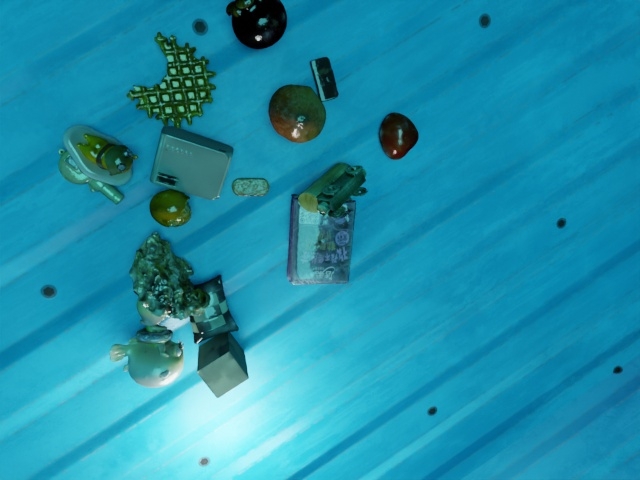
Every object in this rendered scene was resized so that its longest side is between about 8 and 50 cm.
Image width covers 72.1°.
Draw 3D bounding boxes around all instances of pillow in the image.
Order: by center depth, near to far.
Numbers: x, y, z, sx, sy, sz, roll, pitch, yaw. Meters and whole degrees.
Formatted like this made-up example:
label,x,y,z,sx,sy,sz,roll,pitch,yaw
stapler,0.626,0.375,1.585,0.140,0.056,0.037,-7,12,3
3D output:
label,x,y,z,sx,sy,sz,roll,pitch,yaw
pillow,-0.448,0.274,1.752,0.186,0.106,0.249,-16,103,-9

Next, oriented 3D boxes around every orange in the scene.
label,x,y,z,sx,sy,sz,roll,pitch,yaw
orange,-0.542,-0.119,1.604,0.157,0.156,0.134,24,68,-18

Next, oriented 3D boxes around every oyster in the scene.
label,x,y,z,sx,sy,sz,roll,pitch,yaw
oyster,-0.564,0.134,1.623,0.238,0.115,0.351,-15,79,-39

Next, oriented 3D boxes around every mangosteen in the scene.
label,x,y,z,sx,sy,sz,roll,pitch,yaw
mangosteen,-0.220,-0.766,1.481,0.194,0.194,0.230,-37,138,-2

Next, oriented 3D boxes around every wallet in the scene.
label,x,y,z,sx,sy,sz,roll,pitch,yaw
wallet,0.016,-0.614,1.678,0.082,0.018,0.156,-17,107,-9

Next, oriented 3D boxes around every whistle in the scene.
label,x,y,z,sx,sy,sz,roll,pitch,yaw
whistle,-0.811,-0.226,1.551,0.126,0.067,0.258,-46,113,-3

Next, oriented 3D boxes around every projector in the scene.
label,x,y,z,sx,sy,sz,roll,pitch,yaw
projector,-0.462,-0.275,1.582,0.251,0.108,0.198,15,119,-18

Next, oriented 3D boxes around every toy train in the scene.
label,x,y,z,sx,sy,sz,roll,pitch,yaw
toy train,0.054,-0.186,1.667,0.307,0.190,0.126,-46,126,-39

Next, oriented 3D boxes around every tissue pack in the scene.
label,x,y,z,sx,sy,sz,roll,pitch,yaw
tissue pack,0.000,0.000,1.787,0.259,0.122,0.361,0,106,-12

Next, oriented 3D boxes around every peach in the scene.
label,x,y,z,sx,sy,sz,roll,pitch,yaw
peach,-0.078,-0.456,1.588,0.233,0.232,0.232,-3,105,-13

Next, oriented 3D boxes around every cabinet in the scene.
label,x,y,z,sx,sy,sz,roll,pitch,yaw
cabinet,-0.393,0.489,1.768,0.145,0.206,0.150,-32,110,-4

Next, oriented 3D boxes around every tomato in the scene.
label,x,y,z,sx,sy,sz,roll,pitch,yaw
tomato,0.316,-0.421,1.769,0.166,0.082,0.174,-45,112,2

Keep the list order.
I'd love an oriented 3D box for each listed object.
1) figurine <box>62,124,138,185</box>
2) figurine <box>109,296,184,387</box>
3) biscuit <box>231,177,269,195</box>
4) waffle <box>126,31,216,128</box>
label,x,y,z,sx,sy,sz,roll,pitch,yaw
figurine,-0.732,-0.292,1.480,0.250,0.141,0.166,36,71,-32
figurine,-0.657,0.364,1.673,0.275,0.227,0.394,-2,96,-41
biscuit,-0.271,-0.208,1.714,0.147,0.018,0.071,-1,102,-12
waffle,-0.506,-0.544,1.544,0.260,0.069,0.293,30,96,-23
